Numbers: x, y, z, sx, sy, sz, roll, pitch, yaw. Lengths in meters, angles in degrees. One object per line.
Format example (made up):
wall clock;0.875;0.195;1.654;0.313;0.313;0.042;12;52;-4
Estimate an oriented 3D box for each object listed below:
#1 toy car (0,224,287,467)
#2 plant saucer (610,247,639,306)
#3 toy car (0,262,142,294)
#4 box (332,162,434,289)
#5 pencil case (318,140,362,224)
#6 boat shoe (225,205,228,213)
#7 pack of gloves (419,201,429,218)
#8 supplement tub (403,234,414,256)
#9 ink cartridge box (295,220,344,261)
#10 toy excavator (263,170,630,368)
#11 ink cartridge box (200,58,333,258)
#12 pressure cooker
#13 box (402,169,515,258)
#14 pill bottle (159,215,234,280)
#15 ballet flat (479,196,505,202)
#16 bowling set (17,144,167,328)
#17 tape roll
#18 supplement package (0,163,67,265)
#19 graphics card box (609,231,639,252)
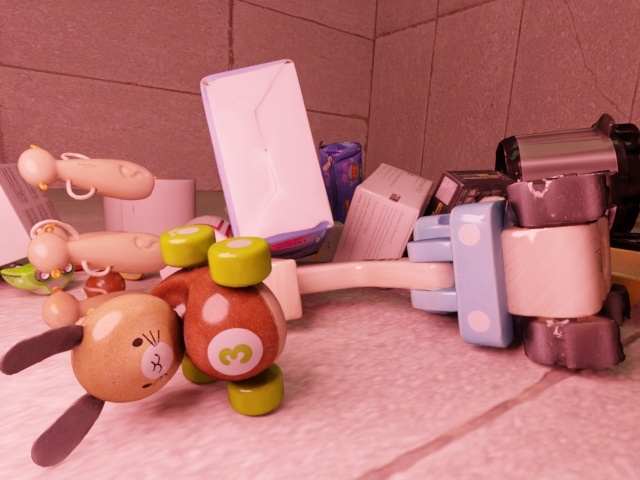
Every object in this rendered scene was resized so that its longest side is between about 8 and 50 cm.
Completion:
toy car;-0.137;0.088;0.327;0.149;0.154;0.188;11;23;38
plant saucer;0.522;0.060;0.843;0.333;0.080;0.333;-6;14;-41
toy car;-0.422;0.049;0.685;0.239;0.053;0.225;5;11;13
box;0.126;-0.034;0.796;0.119;0.181;0.181;24;31;12
pencil case;0.063;-0.139;1.179;0.120;0.305;0.133;9;24;32
boat shoe;-0.321;-0.120;1.645;0.137;0.049;0.043;5;7;-4
pack of gloves;0.278;-0.031;1.119;0.195;0.046;0.232;13;-21;-16
supplement tub;0.211;-0.010;1.059;0.198;0.105;0.106;9;12;26
ink cartridge box;0.000;0.000;0.976;0.143;0.089;0.092;1;11;-10
toy excavator;0.163;0.046;0.593;0.446;0.222;0.433;-6;3;41
ink cartridge box;-0.092;-0.098;0.762;0.151;0.269;0.395;-13;-7;-5
pressure cooker;0.783;-0.170;1.257;0.421;0.375;0.370;-1;-13;17
box;0.295;-0.037;0.869;0.184;0.232;0.059;-8;41;-33
pill bottle;-0.205;0.020;0.719;0.121;0.121;0.221;1;10;-10
ballet flat;0.364;-0.034;0.791;0.316;0.106;0.107;0;11;-18
bowling set;-0.299;0.048;0.513;0.154;0.286;0.200;2;-35;-48
tape roll;-0.481;-0.097;1.142;0.246;0.169;0.246;3;10;-1
supplement package;-0.569;-0.030;0.656;0.194;0.149;0.203;-21;18;-16
graphics card box;0.837;0.051;0.955;0.233;0.094;0.371;0;12;-14
